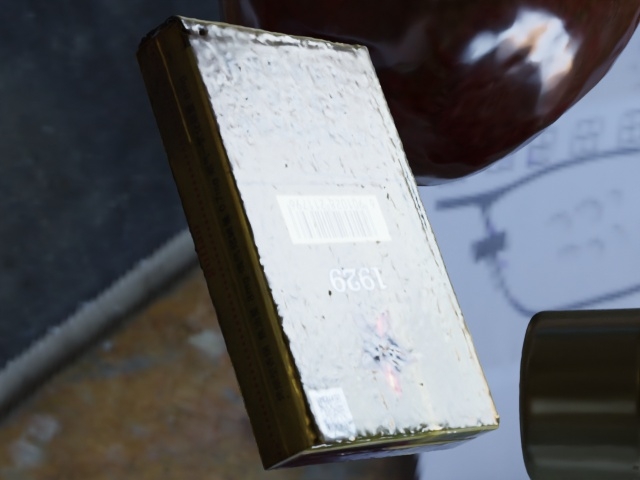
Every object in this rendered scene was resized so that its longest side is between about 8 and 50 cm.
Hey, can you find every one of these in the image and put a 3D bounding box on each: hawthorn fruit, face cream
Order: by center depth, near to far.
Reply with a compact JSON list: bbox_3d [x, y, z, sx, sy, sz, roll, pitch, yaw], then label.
[{"bbox_3d":[0.260,0.070,0.804,0.084,0.341,0.137,-34,122,-70],"label":"face cream"},{"bbox_3d":[0.072,-0.181,1.241,0.308,0.308,0.324,-47,150,-25],"label":"hawthorn fruit"}]

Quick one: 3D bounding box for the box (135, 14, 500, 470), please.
[{"bbox_3d":[0.000,0.000,0.554,0.090,0.023,0.133,-2,67,-49],"label":"box"}]
